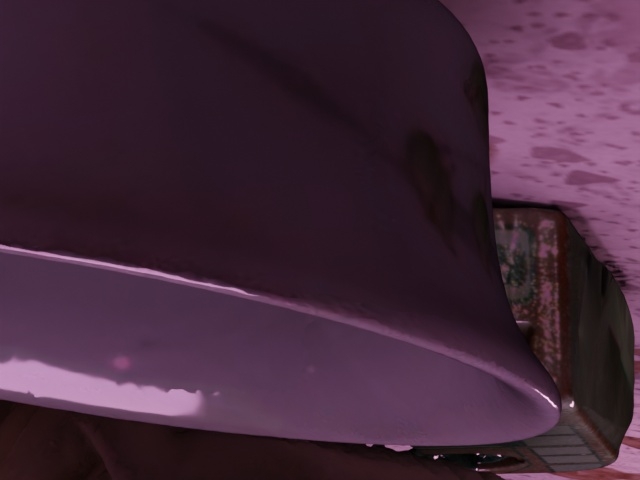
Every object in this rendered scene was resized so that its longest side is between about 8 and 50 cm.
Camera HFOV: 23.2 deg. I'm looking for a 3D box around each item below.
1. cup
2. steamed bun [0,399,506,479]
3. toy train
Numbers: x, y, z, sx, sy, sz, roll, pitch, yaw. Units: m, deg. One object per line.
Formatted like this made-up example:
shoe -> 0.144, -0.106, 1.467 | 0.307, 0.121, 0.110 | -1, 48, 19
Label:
cup -> -0.075, -0.033, 0.575 | 0.347, 0.163, 0.347 | 9, 166, 2
steamed bun -> -0.061, 0.224, 0.908 | 0.367, 0.255, 0.342 | 11, 174, -8
toy train -> 0.111, 0.072, 0.979 | 0.159, 0.129, 0.326 | -2, 163, 17
